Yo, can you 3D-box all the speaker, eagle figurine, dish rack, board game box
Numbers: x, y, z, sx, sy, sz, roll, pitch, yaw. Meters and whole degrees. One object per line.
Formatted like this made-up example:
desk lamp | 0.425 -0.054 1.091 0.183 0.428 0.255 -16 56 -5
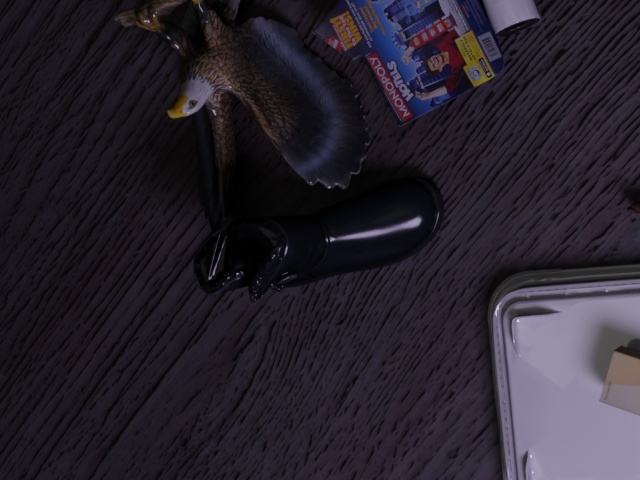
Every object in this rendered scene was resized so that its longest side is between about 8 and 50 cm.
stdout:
speaker | 0.198 -0.297 1.477 0.055 0.055 0.136 -22 83 24
eagle figurine | -0.108 -0.175 1.575 0.225 0.226 0.298 -40 108 -17
dish rack | 0.339 0.167 1.427 0.333 0.072 0.285 -5 89 24
board game box | 0.094 -0.240 1.509 0.194 0.060 0.194 -25 94 42

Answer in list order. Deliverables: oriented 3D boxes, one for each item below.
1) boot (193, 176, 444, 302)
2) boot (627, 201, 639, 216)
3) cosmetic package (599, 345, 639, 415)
boot | 0.000 0.000 1.499 0.247 0.207 0.094 -21 84 24
boot | 0.391 -0.068 1.408 0.106 0.037 0.114 15 102 10
cosmetic package | 0.350 0.154 1.359 0.115 0.041 0.060 16 99 22
